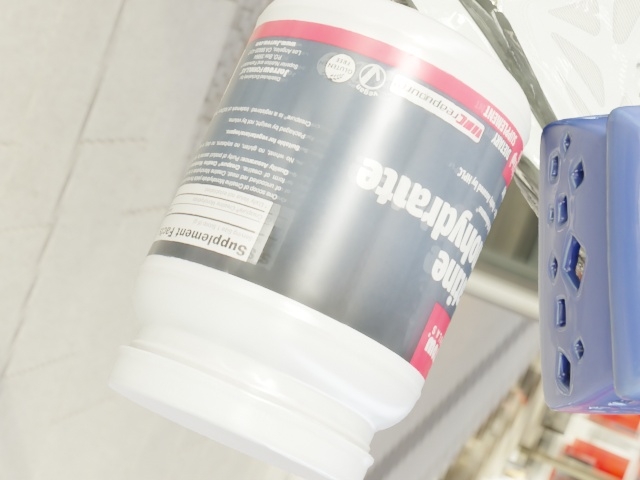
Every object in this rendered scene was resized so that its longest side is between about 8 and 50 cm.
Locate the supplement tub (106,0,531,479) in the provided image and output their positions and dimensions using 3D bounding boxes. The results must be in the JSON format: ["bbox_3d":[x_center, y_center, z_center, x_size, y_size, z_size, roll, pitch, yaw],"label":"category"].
[{"bbox_3d":[0.000,0.000,0.914,0.191,0.191,0.272,63,49,-72],"label":"supplement tub"}]

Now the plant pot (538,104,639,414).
[{"bbox_3d":[0.293,0.012,1.064,0.212,0.236,0.236,129,-40,-86],"label":"plant pot"}]

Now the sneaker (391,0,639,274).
[{"bbox_3d":[0.291,-0.122,1.335,0.257,0.447,0.169,-37,-169,1],"label":"sneaker"}]
